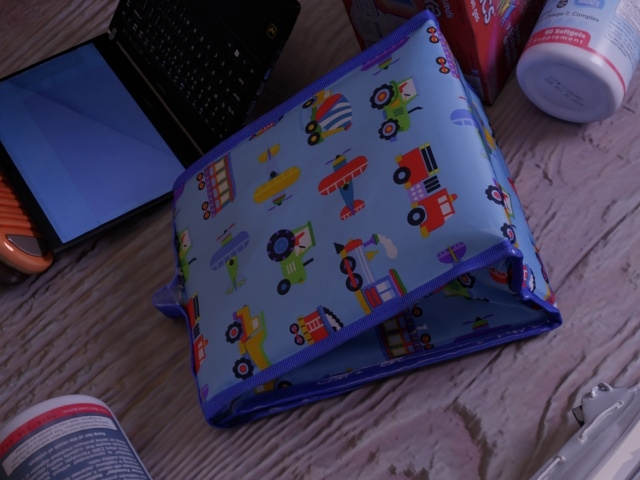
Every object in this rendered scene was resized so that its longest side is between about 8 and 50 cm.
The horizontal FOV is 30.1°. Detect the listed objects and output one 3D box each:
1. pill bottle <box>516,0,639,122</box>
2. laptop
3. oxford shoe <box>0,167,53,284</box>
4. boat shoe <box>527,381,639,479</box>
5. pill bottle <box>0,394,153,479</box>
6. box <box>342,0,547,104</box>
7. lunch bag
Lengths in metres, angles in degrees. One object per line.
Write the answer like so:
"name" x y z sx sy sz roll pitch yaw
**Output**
"pill bottle" 0.224 -0.181 0.961 0.087 0.087 0.160 15 64 25
"laptop" -0.175 -0.160 1.040 0.234 0.136 0.264 51 125 34
"oxford shoe" -0.388 -0.048 1.061 0.363 0.130 0.133 35 97 22
"boat shoe" 0.194 0.129 0.792 0.063 0.066 0.184 36 84 32
"pill bottle" -0.154 0.204 0.821 0.108 0.108 0.180 -36 54 -7
"box" 0.087 -0.241 0.939 0.128 0.257 0.123 21 68 28
"lunch bag" 0.000 0.000 0.905 0.293 0.138 0.221 -23 56 14
